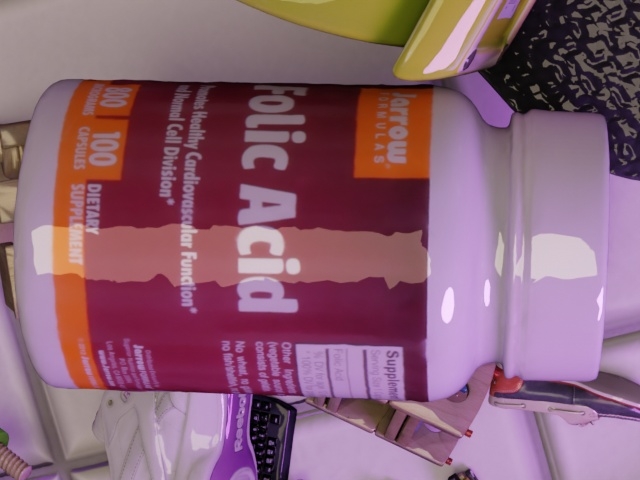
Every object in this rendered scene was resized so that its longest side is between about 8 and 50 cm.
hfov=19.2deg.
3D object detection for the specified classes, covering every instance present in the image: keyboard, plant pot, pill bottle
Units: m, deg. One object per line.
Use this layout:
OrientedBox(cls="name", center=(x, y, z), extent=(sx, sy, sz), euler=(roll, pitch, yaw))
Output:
OrientedBox(cls="keyboard", center=(-0.057, 0.223, 1.575), extent=(0.100, 0.038, 0.192), euler=(9, 102, 8))
OrientedBox(cls="plant pot", center=(0.062, -0.234, 1.301), extent=(0.207, 0.227, 0.228), euler=(32, 104, 10))
OrientedBox(cls="pill bottle", center=(0.000, 0.000, 1.328), extent=(0.392, 0.224, 0.224), euler=(1, 100, 5))

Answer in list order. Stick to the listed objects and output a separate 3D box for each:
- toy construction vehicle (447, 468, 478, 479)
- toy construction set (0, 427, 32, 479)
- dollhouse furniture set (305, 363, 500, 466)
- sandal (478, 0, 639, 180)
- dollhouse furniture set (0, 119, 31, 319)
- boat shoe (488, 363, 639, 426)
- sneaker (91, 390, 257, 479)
OrientedBox(cls="toy construction vehicle", center=(0.101, 0.234, 1.551), extent=(0.086, 0.035, 0.098), euler=(-31, 94, 13))
OrientedBox(cls="toy construction set", center=(-0.434, 0.275, 1.587), extent=(0.237, 0.257, 0.309), euler=(35, 128, 20))
OrientedBox(cls="dollhouse furniture set", center=(0.088, 0.062, 1.497), extent=(0.129, 0.129, 0.183), euler=(25, 73, 4))
OrientedBox(cls="sandal", center=(0.141, -0.204, 1.444), extent=(0.446, 0.107, 0.167), euler=(36, 105, 15))
OrientedBox(cls="dollhouse furniture set", center=(-0.206, -0.028, 1.521), extent=(0.123, 0.151, 0.144), euler=(-10, 99, -16))
OrientedBox(cls="boat shoe", center=(0.202, 0.126, 1.508), extent=(0.137, 0.049, 0.043), euler=(13, 105, 10))
OrientedBox(cls="sneaker", center=(-0.118, 0.107, 1.525), extent=(0.152, 0.114, 0.305), euler=(10, 92, 29))
